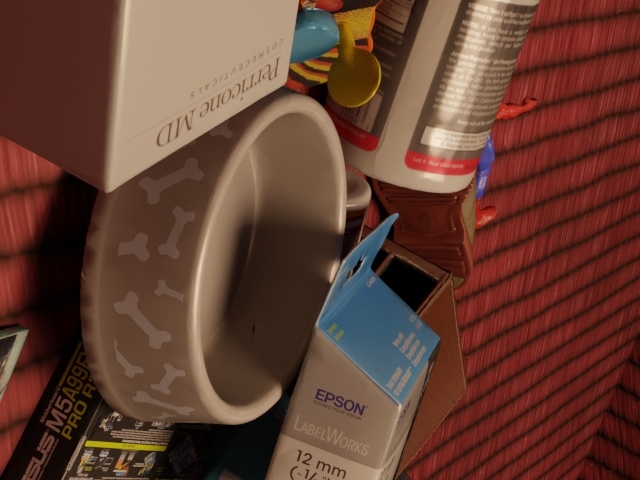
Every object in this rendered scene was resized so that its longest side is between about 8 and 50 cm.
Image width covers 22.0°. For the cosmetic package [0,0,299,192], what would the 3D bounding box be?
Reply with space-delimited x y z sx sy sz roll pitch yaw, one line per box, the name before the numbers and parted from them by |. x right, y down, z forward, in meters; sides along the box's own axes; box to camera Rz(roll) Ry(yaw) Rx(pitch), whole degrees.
cosmetic package | -0.118 -0.289 1.133 0.230 0.161 0.453 -38 148 -44

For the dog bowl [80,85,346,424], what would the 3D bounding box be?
dog bowl | -0.083 0.010 1.511 0.349 0.102 0.349 -42 138 -54

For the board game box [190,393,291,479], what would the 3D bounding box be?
board game box | -0.097 0.359 1.844 0.336 0.079 0.254 -52 121 -22

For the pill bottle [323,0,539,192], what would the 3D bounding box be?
pill bottle | 0.123 -0.224 1.691 0.176 0.176 0.318 -18 132 -59

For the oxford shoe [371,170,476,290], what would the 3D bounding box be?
oxford shoe | 0.130 -0.091 1.981 0.348 0.123 0.130 86 12 -49

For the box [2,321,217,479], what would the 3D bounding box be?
box | -0.180 0.165 1.633 0.216 0.060 0.270 -63 157 3

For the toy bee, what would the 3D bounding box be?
toy bee | 0.017 -0.215 1.456 0.298 0.162 0.195 -43 120 -84

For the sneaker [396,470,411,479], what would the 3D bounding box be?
sneaker | -0.023 0.386 2.151 0.321 0.127 0.126 -27 140 -14

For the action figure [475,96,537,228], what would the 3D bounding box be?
action figure | 0.214 -0.155 2.073 0.139 0.091 0.280 -43 152 -25

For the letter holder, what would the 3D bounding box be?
letter holder | 0.050 0.157 1.998 0.214 0.152 0.302 -51 155 -20

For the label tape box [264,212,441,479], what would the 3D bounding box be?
label tape box | 0.040 0.168 1.671 0.249 0.115 0.348 -42 152 -72

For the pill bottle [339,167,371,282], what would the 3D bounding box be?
pill bottle | 0.000 0.000 1.796 0.086 0.086 0.152 -32 143 -50

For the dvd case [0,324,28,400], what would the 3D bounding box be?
dvd case | -0.290 0.132 1.401 0.119 0.013 0.087 -65 169 9
